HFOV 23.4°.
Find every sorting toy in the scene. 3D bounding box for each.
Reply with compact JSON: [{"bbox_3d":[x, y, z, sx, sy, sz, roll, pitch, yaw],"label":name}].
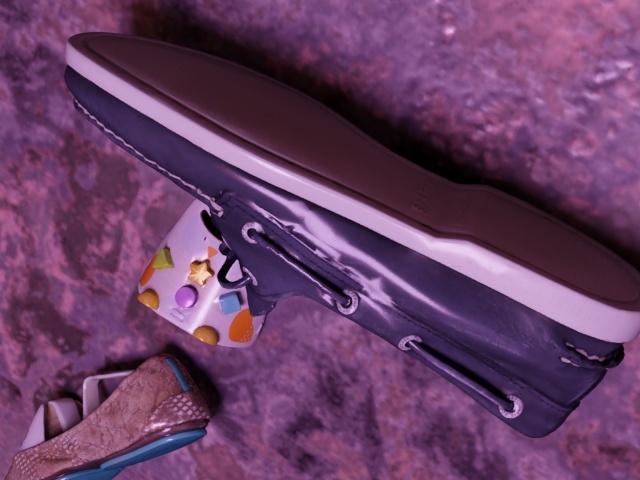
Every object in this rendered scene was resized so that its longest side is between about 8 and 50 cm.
[{"bbox_3d":[-0.067,0.015,0.934,0.083,0.045,0.075,30,107,12],"label":"sorting toy"}]

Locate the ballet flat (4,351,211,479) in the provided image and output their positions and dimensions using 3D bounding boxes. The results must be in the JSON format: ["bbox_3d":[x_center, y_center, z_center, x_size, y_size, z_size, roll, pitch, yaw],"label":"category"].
[{"bbox_3d":[-0.151,0.128,1.029,0.206,0.073,0.067,-29,72,34],"label":"ballet flat"}]

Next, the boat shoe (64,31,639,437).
[{"bbox_3d":[0.002,-0.001,0.827,0.340,0.127,0.113,25,113,5],"label":"boat shoe"}]
